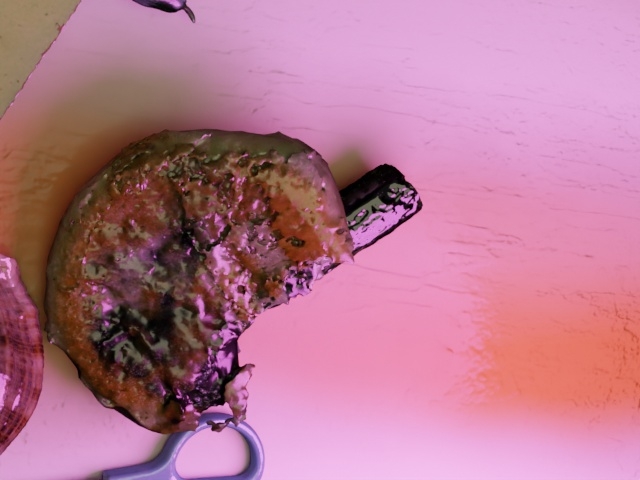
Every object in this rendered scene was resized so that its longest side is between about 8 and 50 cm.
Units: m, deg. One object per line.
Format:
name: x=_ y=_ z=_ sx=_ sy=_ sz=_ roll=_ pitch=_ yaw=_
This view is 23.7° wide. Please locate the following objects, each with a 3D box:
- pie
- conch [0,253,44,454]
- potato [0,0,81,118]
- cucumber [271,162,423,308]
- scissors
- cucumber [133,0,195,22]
pie: x=-0.141 y=0.030 z=1.660 sx=0.296 sy=0.078 sz=0.371 roll=34 pitch=102 yaw=-11
conch: x=-0.395 y=0.144 z=1.574 sx=0.210 sy=0.159 sz=0.291 roll=35 pitch=85 yaw=-11
potato: x=-0.389 y=-0.251 z=1.518 sx=0.255 sy=0.112 sz=0.269 roll=34 pitch=87 yaw=-20
cucumber: x=0.000 y=0.001 z=1.745 sx=0.241 sy=0.074 sz=0.074 roll=-34 pitch=112 yaw=-7
scissors: x=-0.277 y=0.298 z=1.732 sx=0.447 sy=0.029 sz=0.192 roll=-1 pitch=102 yaw=-21
cucumber: x=-0.224 y=-0.304 z=1.595 sx=0.250 sy=0.056 sz=0.056 roll=36 pitch=88 yaw=-22
